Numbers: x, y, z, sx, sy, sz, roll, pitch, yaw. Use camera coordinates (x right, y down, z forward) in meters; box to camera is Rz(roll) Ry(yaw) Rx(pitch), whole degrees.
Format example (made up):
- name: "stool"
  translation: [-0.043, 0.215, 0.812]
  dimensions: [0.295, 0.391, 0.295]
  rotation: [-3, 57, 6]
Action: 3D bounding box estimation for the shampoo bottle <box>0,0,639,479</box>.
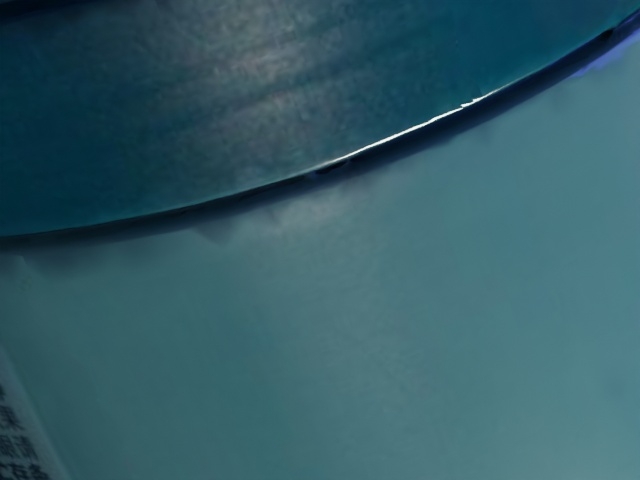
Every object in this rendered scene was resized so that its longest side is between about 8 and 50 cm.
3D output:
- name: "shampoo bottle"
  translation: [0.000, 0.000, 0.564]
  dimensions: [0.331, 0.331, 0.342]
  rotation: [-78, 155, -55]
